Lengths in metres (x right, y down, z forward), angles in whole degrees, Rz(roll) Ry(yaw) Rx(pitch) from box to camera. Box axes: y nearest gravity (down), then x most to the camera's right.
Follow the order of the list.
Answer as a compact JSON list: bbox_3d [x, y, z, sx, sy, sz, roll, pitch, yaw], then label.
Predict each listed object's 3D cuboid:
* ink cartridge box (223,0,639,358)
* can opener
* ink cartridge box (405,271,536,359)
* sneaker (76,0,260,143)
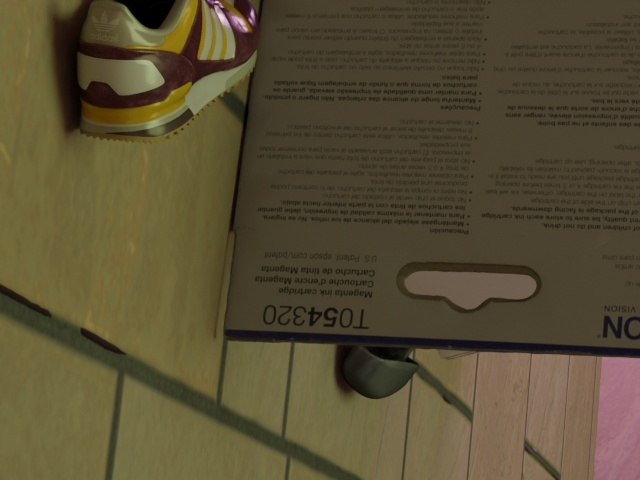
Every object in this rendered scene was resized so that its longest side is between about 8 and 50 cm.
[{"bbox_3d":[0.113,-0.079,1.273,0.071,0.324,0.330,47,48,-68],"label":"ink cartridge box"},{"bbox_3d":[0.069,0.082,1.694,0.095,0.076,0.283,-56,168,6],"label":"can opener"},{"bbox_3d":[0.124,-0.078,1.597,0.207,0.117,0.283,57,29,-33],"label":"ink cartridge box"},{"bbox_3d":[-0.077,-0.120,1.038,0.185,0.070,0.084,-62,157,-61],"label":"sneaker"}]
